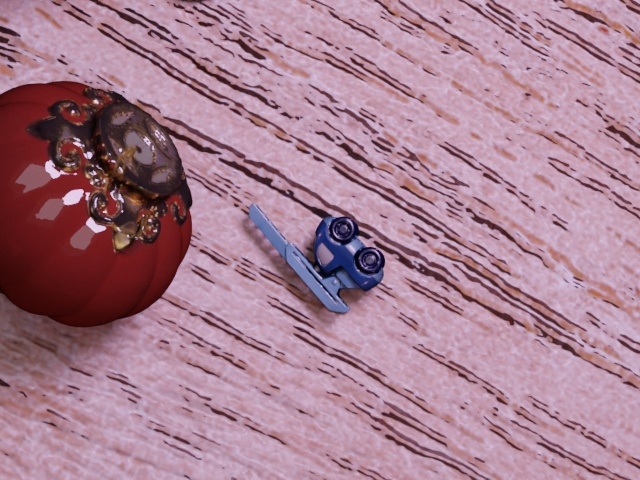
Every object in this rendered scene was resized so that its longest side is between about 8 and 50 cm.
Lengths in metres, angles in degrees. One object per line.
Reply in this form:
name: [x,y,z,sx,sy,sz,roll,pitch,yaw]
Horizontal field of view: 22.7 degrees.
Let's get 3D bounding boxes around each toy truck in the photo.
toy truck: [0.000,0.000,1.506,0.074,0.063,0.136,-40,83,2]

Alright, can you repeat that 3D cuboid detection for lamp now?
lamp: [-0.221,-0.029,1.394,0.226,0.227,0.227,3,76,-10]
